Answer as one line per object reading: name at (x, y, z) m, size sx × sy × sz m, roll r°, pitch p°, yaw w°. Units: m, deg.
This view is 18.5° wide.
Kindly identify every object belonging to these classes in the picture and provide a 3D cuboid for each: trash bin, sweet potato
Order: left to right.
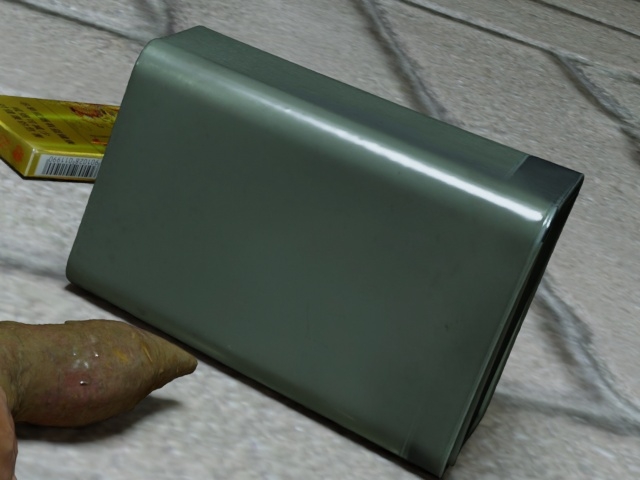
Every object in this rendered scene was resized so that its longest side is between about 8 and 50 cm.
sweet potato at (-0.135, 0.063, 0.919) m, size 0.065 × 0.051 × 0.218 m, roll 29°, pitch 19°, yaw 28°
trash bin at (0.000, 0.000, 1.085) m, size 0.240 × 0.164 × 0.122 m, roll 23°, pitch 18°, yaw 11°

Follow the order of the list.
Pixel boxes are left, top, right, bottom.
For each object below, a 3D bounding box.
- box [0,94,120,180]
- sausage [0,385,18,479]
box at (-0.153, -0.066, 1.289) m, size 0.156 × 0.022 × 0.089 m, roll 1°, pitch 30°, yaw -48°
sausage at (-0.306, 0.044, 0.712) m, size 0.419 × 0.094 × 0.094 m, roll 13°, pitch -11°, yaw -25°
